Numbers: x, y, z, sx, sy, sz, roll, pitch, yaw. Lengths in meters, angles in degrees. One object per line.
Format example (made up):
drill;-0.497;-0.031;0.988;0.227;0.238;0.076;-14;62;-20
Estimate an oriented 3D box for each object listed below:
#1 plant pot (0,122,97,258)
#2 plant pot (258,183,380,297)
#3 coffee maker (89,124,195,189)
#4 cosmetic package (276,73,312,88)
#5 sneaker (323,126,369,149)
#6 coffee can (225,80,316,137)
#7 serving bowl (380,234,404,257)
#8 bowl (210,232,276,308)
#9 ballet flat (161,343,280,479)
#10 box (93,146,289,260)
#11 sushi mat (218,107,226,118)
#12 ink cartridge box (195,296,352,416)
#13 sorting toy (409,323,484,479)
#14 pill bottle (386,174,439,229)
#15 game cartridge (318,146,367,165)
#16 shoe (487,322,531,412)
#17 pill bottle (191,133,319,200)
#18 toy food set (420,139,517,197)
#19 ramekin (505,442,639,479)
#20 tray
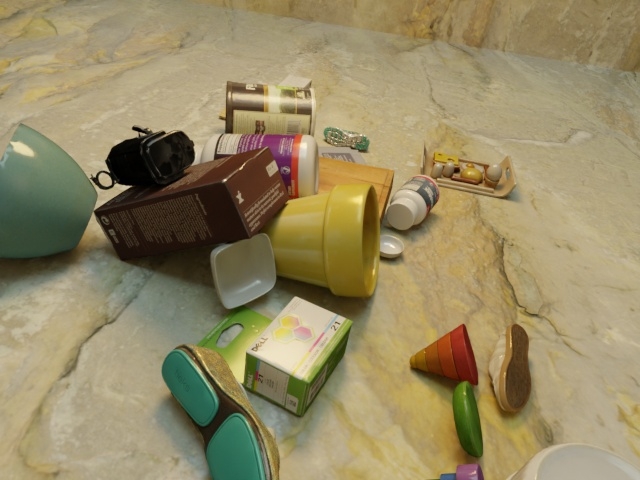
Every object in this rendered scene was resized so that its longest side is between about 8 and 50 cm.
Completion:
plant pot;-0.605;-0.080;1.203;0.195;0.290;0.290;23;28;-27
plant pot;0.000;0.000;1.250;0.239;0.254;0.254;0;33;15
coffee maker;-0.383;-0.167;1.214;0.178;0.120;0.171;3;55;49
cosmetic package;-0.115;-0.585;2.185;0.099;0.060;0.239;17;35;7
sneaker;0.092;-0.355;1.923;0.166;0.065;0.076;19;19;8
coffee can;-0.166;-0.399;1.785;0.275;0.201;0.201;2;36;-11
serving bowl;0.171;0.020;1.425;0.083;0.027;0.083;7;35;-5
bowl;-0.167;0.058;1.161;0.142;0.142;0.053;-24;28;-33
ballet flat;-0.140;0.300;0.897;0.123;0.123;0.348;-16;44;-32
box;-0.282;-0.078;1.220;0.381;0.143;0.191;-10;24;31
sushi mat;-0.195;-0.434;1.987;0.317;0.019;0.151;16;37;10
ink cartridge box;-0.096;0.189;1.062;0.255;0.097;0.189;23;37;17
sorting toy;0.218;0.305;1.000;0.126;0.127;0.365;-13;33;20
pill bottle;0.256;-0.103;1.551;0.108;0.108;0.180;24;38;19
game cartridge;0.056;-0.200;1.690;0.196;0.060;0.294;2;35;-17
shoe;0.380;0.261;1.120;0.076;0.058;0.219;41;40;-8
pill bottle;-0.169;-0.171;1.367;0.323;0.181;0.181;1;35;6
toy food set;0.480;-0.253;1.829;0.306;0.092;0.219;12;35;3
ramekin;0.399;0.428;0.817;0.273;0.127;0.273;6;35;-4
tray;-0.022;-0.143;1.508;0.411;0.076;0.203;11;48;11
